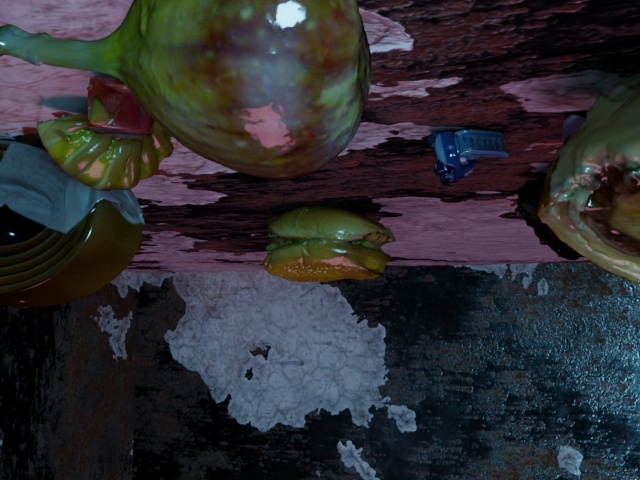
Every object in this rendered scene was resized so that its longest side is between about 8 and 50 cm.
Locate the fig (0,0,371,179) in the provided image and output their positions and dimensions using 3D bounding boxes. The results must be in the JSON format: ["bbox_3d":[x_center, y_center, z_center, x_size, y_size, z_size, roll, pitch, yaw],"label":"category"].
[{"bbox_3d":[-0.072,-0.130,0.460,0.230,0.143,0.160,27,180,17],"label":"fig"}]

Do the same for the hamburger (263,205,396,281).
[{"bbox_3d":[0.000,0.000,1.502,0.283,0.144,0.156,-5,162,31],"label":"hamburger"}]

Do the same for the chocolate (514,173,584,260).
[{"bbox_3d":[0.354,-0.057,1.139,0.156,0.156,0.133,6,-161,-40],"label":"chocolate"}]

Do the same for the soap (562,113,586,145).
[{"bbox_3d":[0.326,-0.070,0.912,0.065,0.122,0.203,0,172,21],"label":"soap"}]

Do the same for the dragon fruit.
[{"bbox_3d":[-0.191,-0.130,0.743,0.060,0.056,0.083,3,178,-1],"label":"dragon fruit"}]

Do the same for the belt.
[{"bbox_3d":[-0.408,-0.024,1.012,0.338,0.217,0.122,3,168,15],"label":"belt"}]

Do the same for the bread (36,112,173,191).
[{"bbox_3d":[-0.236,-0.102,0.853,0.157,0.094,0.083,17,168,-41],"label":"bread"}]

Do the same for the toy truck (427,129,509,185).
[{"bbox_3d":[0.179,-0.108,0.922,0.090,0.056,0.073,-14,164,15],"label":"toy truck"}]

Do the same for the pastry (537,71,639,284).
[{"bbox_3d":[0.346,-0.064,0.703,0.256,0.170,0.237,19,161,-19],"label":"pastry"}]
